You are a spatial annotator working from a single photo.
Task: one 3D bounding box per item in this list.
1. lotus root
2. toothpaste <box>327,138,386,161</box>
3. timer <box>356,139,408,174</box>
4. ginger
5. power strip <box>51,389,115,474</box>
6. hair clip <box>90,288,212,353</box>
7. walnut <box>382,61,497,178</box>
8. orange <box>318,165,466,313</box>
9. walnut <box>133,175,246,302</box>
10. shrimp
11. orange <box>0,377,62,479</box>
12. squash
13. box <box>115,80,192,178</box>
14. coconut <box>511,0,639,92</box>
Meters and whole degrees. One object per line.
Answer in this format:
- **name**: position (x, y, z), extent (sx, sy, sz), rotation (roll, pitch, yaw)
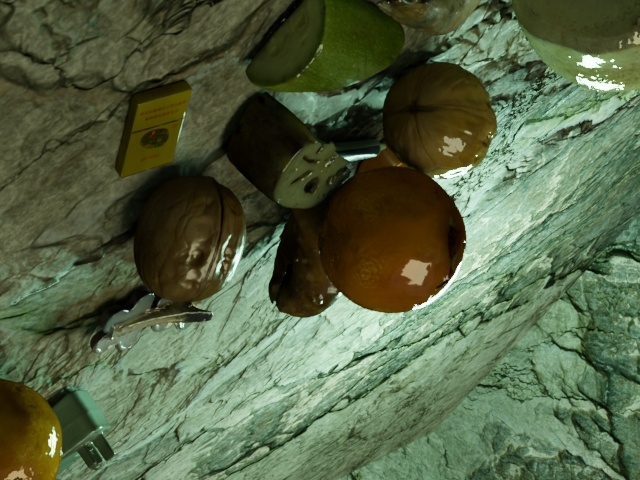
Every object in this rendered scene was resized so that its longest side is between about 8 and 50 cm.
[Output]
- **lotus root**: position (-0.051, -0.129, 1.661), extent (0.138, 0.119, 0.235), rotation (-46, 158, 8)
- **toothpaste**: position (0.044, -0.155, 1.867), extent (0.197, 0.035, 0.057), rotation (-12, 142, -41)
- **timer**: position (0.162, -0.104, 1.987), extent (0.132, 0.152, 0.132), rotation (-31, 157, -15)
- **ginger**: position (0.000, 0.000, 1.944), extent (0.172, 0.165, 0.321), rotation (-16, 134, -29)
- **power strip**: position (-0.513, 0.415, 2.006), extent (0.261, 0.141, 0.229), rotation (-37, 169, 1)
- **hair clip**: position (-0.290, 0.133, 1.900), extent (0.257, 0.075, 0.146), rotation (-14, 147, -33)
- **walnut**: position (0.204, -0.201, 1.807), extent (0.195, 0.195, 0.222), rotation (-43, 163, 14)
- **orange**: position (0.120, 0.001, 1.758), extent (0.246, 0.246, 0.246), rotation (-31, 158, -14)
- **walnut**: position (-0.199, -0.002, 1.625), extent (0.167, 0.167, 0.207), rotation (-5, 121, -53)
- **shrimp**: position (0.171, -0.385, 1.562), extent (0.168, 0.077, 0.317), rotation (-56, 157, 18)
- **orange**: position (-0.533, 0.339, 1.712), extent (0.240, 0.240, 0.240), rotation (-31, 158, -14)
- **squash**: position (0.029, -0.263, 1.547), extent (0.169, 0.093, 0.252), rotation (-48, 156, 20)
- **box**: position (-0.231, -0.152, 1.473), extent (0.087, 0.023, 0.155), rotation (-25, 155, -34)
- **coconut**: position (0.472, -0.386, 1.723), extent (0.297, 0.297, 0.254), rotation (-42, 156, 12)
